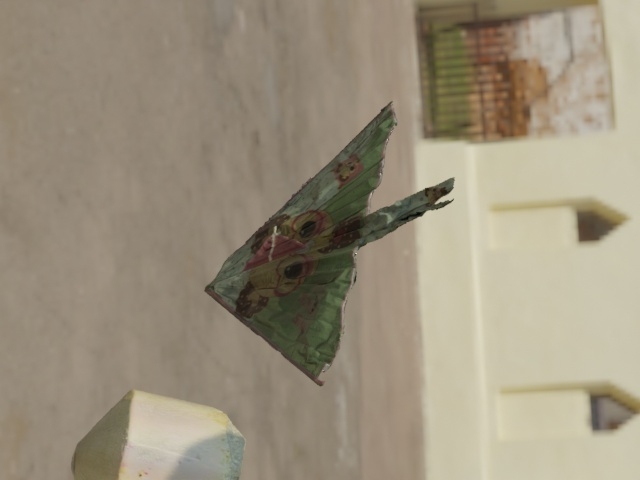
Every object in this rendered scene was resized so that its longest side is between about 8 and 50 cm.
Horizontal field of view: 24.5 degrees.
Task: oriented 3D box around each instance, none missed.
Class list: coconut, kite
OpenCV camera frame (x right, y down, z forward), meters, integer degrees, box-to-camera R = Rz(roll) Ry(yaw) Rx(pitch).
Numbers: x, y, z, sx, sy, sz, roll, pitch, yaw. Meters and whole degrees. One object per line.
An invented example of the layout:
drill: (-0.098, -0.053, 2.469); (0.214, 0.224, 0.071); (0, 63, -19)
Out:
coconut: (-0.122, 0.173, 1.078); (0.116, 0.122, 0.116); (-167, -90, -84)
kite: (0.000, 0.000, 1.214); (0.013, 0.267, 0.323); (46, 42, -30)
